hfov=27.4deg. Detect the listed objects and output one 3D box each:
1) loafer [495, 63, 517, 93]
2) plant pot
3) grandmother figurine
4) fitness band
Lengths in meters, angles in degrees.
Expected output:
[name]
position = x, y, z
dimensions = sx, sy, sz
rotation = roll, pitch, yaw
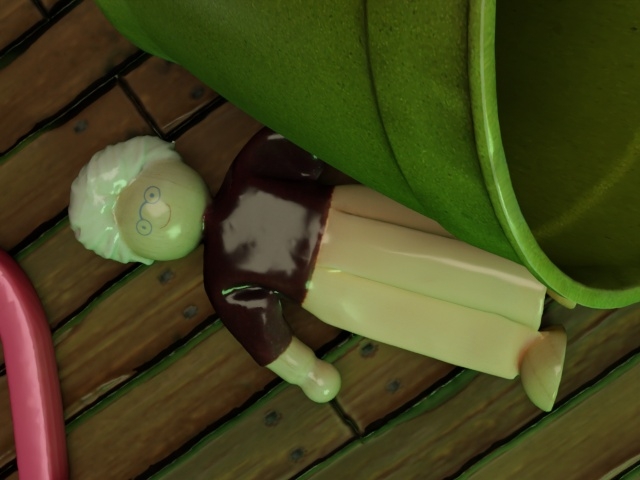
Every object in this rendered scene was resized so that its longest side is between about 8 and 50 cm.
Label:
[loafer]
position = 0.121, -0.107, 0.879
dimensions = 0.170, 0.061, 0.062
rotation = 16, 91, 8
[plant pot]
position = 0.054, -0.189, 0.736
dimensions = 0.353, 0.366, 0.366
rotation = 20, 91, 38
[grandmother figurine]
position = 0.000, 0.000, 0.874
dimensions = 0.342, 0.104, 0.207
rotation = 13, 81, 5
[fitness band]
position = -0.287, 0.128, 0.927
dimensions = 0.209, 0.054, 0.290
rotation = -8, 88, 7
